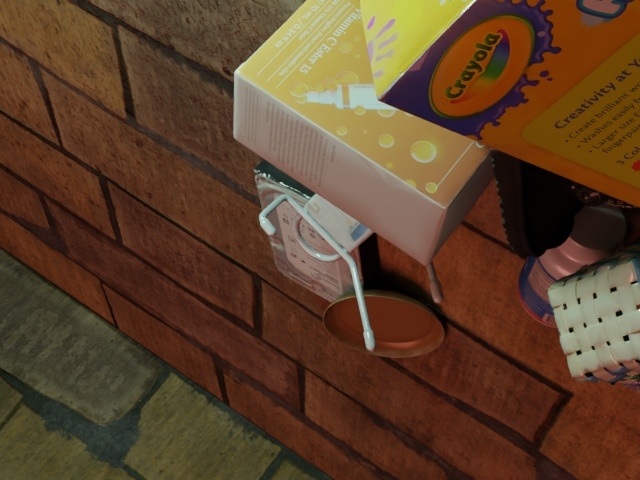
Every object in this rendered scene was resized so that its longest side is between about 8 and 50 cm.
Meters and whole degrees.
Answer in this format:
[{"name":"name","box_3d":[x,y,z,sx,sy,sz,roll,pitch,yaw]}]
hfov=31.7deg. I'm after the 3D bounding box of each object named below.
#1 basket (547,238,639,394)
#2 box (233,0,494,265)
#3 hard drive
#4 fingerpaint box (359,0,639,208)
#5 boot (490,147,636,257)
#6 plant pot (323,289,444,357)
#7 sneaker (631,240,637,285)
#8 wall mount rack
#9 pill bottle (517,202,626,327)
[{"name":"basket","box_3d":[0.456,0.085,1.427,0.255,0.289,0.201,-34,71,64]},{"name":"box","box_3d":[0.077,-0.165,1.576,0.345,0.215,0.168,34,154,12]},{"name":"hard drive","box_3d":[0.000,0.000,2.144,0.237,0.064,0.339,29,154,24]},{"name":"fingerpaint box","box_3d":[0.306,-0.233,0.839,0.371,0.163,0.445,17,139,-30]},{"name":"boot","box_3d":[0.347,-0.073,1.341,0.260,0.131,0.348,1,160,16]},{"name":"plant pot","box_3d":[0.123,0.157,2.172,0.236,0.032,0.236,9,147,6]},{"name":"sneaker","box_3d":[0.439,0.056,1.617,0.061,0.065,0.158,33,154,15]},{"name":"wall mount rack","box_3d":[0.065,0.003,1.875,0.304,0.130,0.350,46,139,-2]},{"name":"pill bottle","box_3d":[0.362,0.027,1.607,0.124,0.124,0.221,34,154,14]}]
